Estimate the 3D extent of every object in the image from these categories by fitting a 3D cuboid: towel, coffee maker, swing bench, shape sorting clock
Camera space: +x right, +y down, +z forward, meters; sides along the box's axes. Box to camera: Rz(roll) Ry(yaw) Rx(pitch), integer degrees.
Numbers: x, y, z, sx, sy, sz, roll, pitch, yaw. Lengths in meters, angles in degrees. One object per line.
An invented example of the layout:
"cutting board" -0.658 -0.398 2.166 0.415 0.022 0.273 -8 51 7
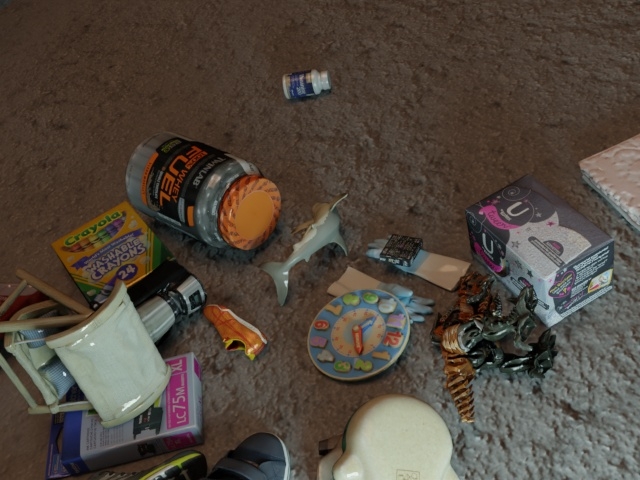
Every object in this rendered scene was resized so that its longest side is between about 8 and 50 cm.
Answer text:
"towel" 0.743 -0.120 1.767 0.316 0.053 0.332 -24 43 -6
"coffee maker" -0.351 0.122 1.807 0.171 0.120 0.178 38 51 14
"swing bench" -0.442 0.201 1.590 0.254 0.253 0.165 6 47 25
"shape sorting clock" 0.071 0.176 1.678 0.206 0.040 0.206 -10 50 12

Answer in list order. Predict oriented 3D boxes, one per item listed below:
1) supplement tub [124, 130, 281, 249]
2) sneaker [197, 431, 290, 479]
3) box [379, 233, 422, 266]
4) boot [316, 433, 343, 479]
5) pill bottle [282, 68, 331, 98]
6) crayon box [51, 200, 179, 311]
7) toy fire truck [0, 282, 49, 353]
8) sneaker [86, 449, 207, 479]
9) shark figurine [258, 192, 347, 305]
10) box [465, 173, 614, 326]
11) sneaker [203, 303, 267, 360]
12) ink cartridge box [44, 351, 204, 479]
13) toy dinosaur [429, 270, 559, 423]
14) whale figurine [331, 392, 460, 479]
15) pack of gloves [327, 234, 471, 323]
"supplement tub" -0.264 -0.109 1.973 0.338 0.207 0.207 23 56 35
"sneaker" -0.147 0.432 1.438 0.126 0.128 0.321 5 46 24
"box" 0.166 0.020 1.800 0.067 0.018 0.083 9 36 21
"boot" 0.039 0.381 1.492 0.086 0.042 0.119 -2 51 5
"pill bottle" -0.036 -0.415 2.315 0.120 0.067 0.067 -8 44 11
"crayon box" -0.469 0.037 1.981 0.203 0.083 0.323 -33 44 -16
"toy fire truck" -0.781 0.163 1.921 0.302 0.170 0.254 -2 21 16
"sneaker" -0.339 0.435 1.514 0.299 0.111 0.121 -25 38 -12
"shark figurine" 0.001 0.009 1.850 0.166 0.116 0.278 -27 20 44
"box" 0.413 0.013 1.671 0.163 0.142 0.247 -28 43 -12
"sneaker" -0.184 0.179 1.757 0.175 0.064 0.067 27 68 40
"ink cartridge box" -0.379 0.332 1.665 0.311 0.065 0.186 -16 42 4
"toy dinosaur" 0.294 0.185 1.566 0.218 0.164 0.322 -10 60 29
"whale figurine" 0.115 0.387 1.408 0.216 0.141 0.272 8 65 -15
"pack of gloves" 0.155 0.065 1.774 0.232 0.046 0.195 21 56 34
